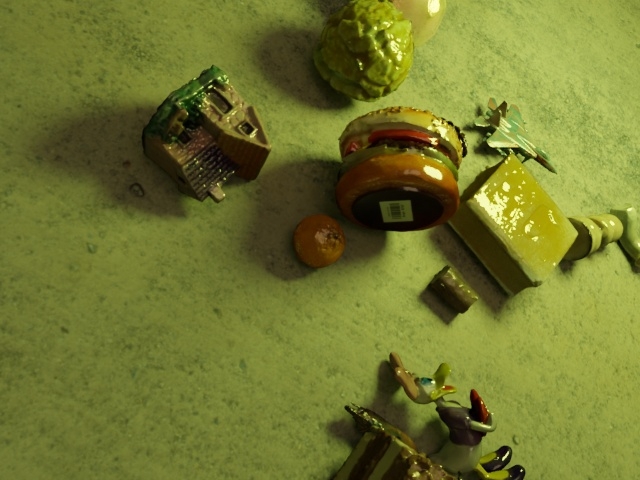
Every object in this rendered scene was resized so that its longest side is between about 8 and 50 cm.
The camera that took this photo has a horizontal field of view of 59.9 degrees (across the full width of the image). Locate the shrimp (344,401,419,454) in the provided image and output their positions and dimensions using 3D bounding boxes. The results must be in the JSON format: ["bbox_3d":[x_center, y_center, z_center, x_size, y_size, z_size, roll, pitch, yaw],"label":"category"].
[{"bbox_3d":[0.133,0.485,1.303,0.251,0.052,0.143,43,64,-5],"label":"shrimp"}]

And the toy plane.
[{"bbox_3d":[0.647,-0.322,1.818,0.326,0.104,0.223,44,60,-9],"label":"toy plane"}]

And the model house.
[{"bbox_3d":[-0.251,-0.230,1.308,0.237,0.202,0.237,44,59,-3],"label":"model house"}]

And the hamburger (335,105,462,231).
[{"bbox_3d":[0.199,-0.179,1.430,0.329,0.330,0.250,11,65,-21],"label":"hamburger"}]

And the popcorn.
[{"bbox_3d":[0.132,-0.529,1.567,0.247,0.282,0.282,-18,79,-42],"label":"popcorn"}]

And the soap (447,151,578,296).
[{"bbox_3d":[0.563,-0.050,1.649,0.293,0.156,0.335,-39,91,-35],"label":"soap"}]

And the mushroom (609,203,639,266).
[{"bbox_3d":[1.064,-0.016,1.903,0.081,0.092,0.223,-17,86,-46],"label":"mushroom"}]

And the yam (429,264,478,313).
[{"bbox_3d":[0.368,0.136,1.528,0.127,0.084,0.084,44,59,-1],"label":"yam"}]

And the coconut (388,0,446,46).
[{"bbox_3d":[0.263,-0.719,1.695,0.233,0.233,0.245,-24,38,-30],"label":"coconut"}]

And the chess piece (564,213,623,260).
[{"bbox_3d":[0.881,-0.022,1.803,0.260,0.142,0.143,-9,75,-34],"label":"chess piece"}]

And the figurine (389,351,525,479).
[{"bbox_3d":[0.322,0.445,1.357,0.193,0.154,0.421,-30,94,4],"label":"figurine"}]

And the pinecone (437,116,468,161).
[{"bbox_3d":[0.361,-0.277,1.642,0.165,0.163,0.163,0,70,-45],"label":"pinecone"}]

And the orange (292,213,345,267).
[{"bbox_3d":[-0.002,-0.002,1.387,0.135,0.117,0.136,12,59,-21],"label":"orange"}]

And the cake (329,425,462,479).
[{"bbox_3d":[0.163,0.572,1.132,0.255,0.290,0.282,41,74,-7],"label":"cake"}]
